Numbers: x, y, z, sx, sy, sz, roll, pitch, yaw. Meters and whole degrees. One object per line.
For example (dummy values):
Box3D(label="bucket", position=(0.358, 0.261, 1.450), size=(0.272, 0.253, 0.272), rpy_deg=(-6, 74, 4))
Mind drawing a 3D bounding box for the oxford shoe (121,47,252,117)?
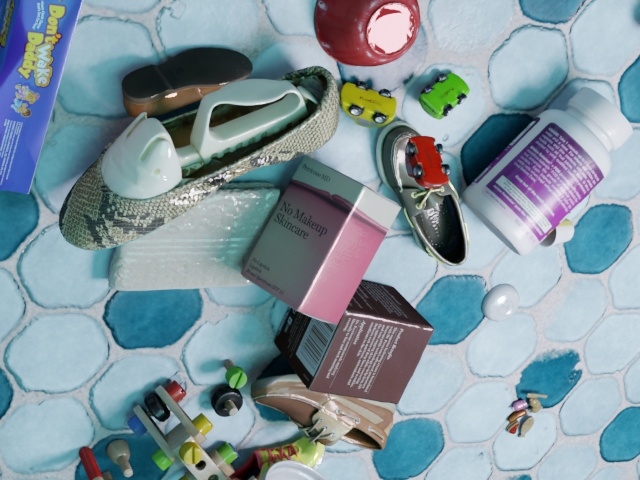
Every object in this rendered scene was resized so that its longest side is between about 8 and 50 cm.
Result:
Box3D(label="oxford shoe", position=(-0.206, -0.241, 1.695), size=(0.212, 0.076, 0.076), rpy_deg=(-18, 153, -20))

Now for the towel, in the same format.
Box3D(label="towel", position=(-0.206, -0.009, 1.824), size=(0.282, 0.049, 0.187), rpy_deg=(-1, 115, -26))

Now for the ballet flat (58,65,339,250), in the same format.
Box3D(label="ballet flat", position=(-0.183, -0.152, 1.669), size=(0.483, 0.164, 0.182), rpy_deg=(-26, 156, -17))

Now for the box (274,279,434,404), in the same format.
Box3D(label="box", position=(0.058, 0.173, 1.983), size=(0.203, 0.167, 0.168), rpy_deg=(14, 109, -32))

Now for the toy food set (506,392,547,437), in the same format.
Box3D(label="toy food set", position=(0.438, 0.374, 2.383), size=(0.078, 0.019, 0.122), rpy_deg=(10, 119, -31))

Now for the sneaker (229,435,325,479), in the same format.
Box3D(label="sneaker", position=(-0.086, 0.428, 2.106), size=(0.208, 0.081, 0.094), rpy_deg=(-34, 124, -6))

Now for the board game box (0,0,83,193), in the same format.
Box3D(label="board game box", position=(-0.404, -0.269, 1.463), size=(0.078, 0.233, 0.347), rpy_deg=(9, 112, -30))

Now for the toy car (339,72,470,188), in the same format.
Box3D(label="toy car", position=(0.169, -0.208, 1.863), size=(0.225, 0.239, 0.053), rpy_deg=(-39, 169, -32))

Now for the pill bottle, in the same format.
Box3D(label="pill bottle", position=(0.416, -0.130, 1.998), size=(0.301, 0.169, 0.169), rpy_deg=(-45, 127, 3))

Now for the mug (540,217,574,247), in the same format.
Box3D(label="mug", position=(0.464, -0.026, 2.150), size=(0.064, 0.062, 0.078), rpy_deg=(-5, 125, -34))

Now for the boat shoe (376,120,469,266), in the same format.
Box3D(label="boat shoe", position=(0.190, -0.079, 1.958), size=(0.109, 0.091, 0.305), rpy_deg=(-33, 126, -8))

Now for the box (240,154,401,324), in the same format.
Box3D(label="box", position=(0.000, 0.000, 1.832), size=(0.127, 0.149, 0.232), rpy_deg=(25, 94, -53))

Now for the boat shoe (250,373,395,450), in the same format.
Box3D(label="boat shoe", position=(0.013, 0.323, 2.049), size=(0.324, 0.123, 0.116), rpy_deg=(18, 64, -32))

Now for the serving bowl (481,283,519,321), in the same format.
Box3D(label="serving bowl", position=(0.366, 0.129, 2.203), size=(0.083, 0.027, 0.083), rpy_deg=(-12, 120, -20))

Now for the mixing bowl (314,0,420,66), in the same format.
Box3D(label="mixing bowl", position=(0.090, -0.350, 1.755), size=(0.182, 0.098, 0.181), rpy_deg=(-12, 121, -20))

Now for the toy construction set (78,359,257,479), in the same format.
Box3D(label="toy construction set", position=(-0.241, 0.405, 1.915), size=(0.309, 0.237, 0.257), rpy_deg=(-15, 122, -18))

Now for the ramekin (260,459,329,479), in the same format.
Box3D(label="ramekin", position=(-0.049, 0.518, 2.011), size=(0.207, 0.207, 0.109), rpy_deg=(22, 123, -34))
